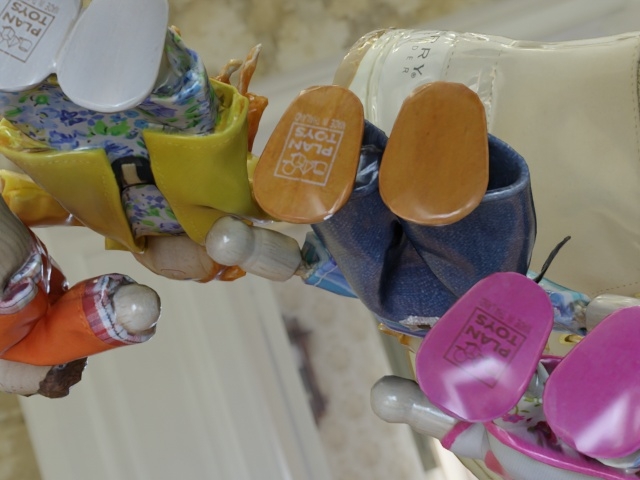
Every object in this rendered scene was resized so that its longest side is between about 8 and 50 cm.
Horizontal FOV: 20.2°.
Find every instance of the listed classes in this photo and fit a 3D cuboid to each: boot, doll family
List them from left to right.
[{"bbox_3d":[0.000,0.000,0.482,0.263,0.118,0.163,15,-16,15],"label":"doll family"},{"bbox_3d":[0.135,0.020,0.776,0.203,0.262,0.095,-1,32,40],"label":"boot"}]
